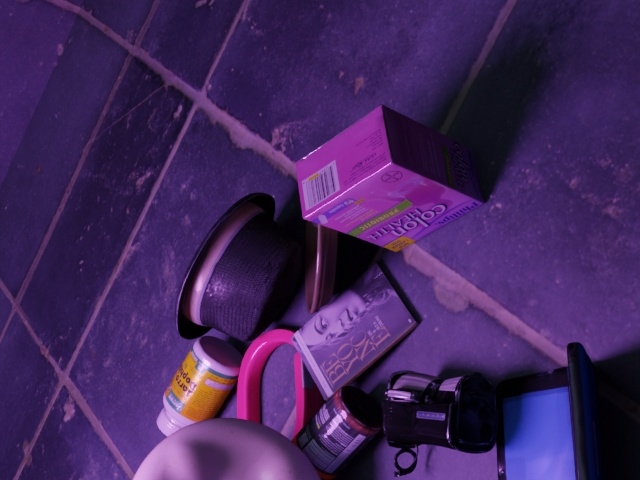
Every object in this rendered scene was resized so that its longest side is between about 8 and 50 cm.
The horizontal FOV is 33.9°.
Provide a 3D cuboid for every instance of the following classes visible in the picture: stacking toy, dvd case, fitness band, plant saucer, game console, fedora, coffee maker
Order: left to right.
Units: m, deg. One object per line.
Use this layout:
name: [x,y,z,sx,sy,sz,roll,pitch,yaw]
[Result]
stacking toy: [-0.209,0.542,1.901,0.480,0.350,0.351,127,143,-59]
fedora: [-0.142,0.077,2.072,0.152,0.334,0.334,29,100,18]
fitness band: [-0.081,0.313,2.039,0.209,0.054,0.291,-25,58,43]
plant saucer: [0.000,0.000,1.966,0.278,0.041,0.278,-178,90,-84]
dvd case: [0.058,0.166,1.921,0.221,0.018,0.164,-42,47,11]
coffee maker: [0.195,0.296,1.690,0.178,0.120,0.171,-5,98,56]
game console: [0.318,0.317,1.512,0.173,0.250,0.293,-7,69,18]

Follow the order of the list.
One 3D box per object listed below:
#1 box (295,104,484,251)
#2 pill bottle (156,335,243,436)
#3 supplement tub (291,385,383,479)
box: [0.119,-0.099,1.817,0.213,0.243,0.117,-31,55,36]
pill bottle: [-0.253,0.311,2.172,0.208,0.117,0.117,-58,43,18]
supplement tub: [0.017,0.356,1.870,0.198,0.106,0.106,-50,45,24]
